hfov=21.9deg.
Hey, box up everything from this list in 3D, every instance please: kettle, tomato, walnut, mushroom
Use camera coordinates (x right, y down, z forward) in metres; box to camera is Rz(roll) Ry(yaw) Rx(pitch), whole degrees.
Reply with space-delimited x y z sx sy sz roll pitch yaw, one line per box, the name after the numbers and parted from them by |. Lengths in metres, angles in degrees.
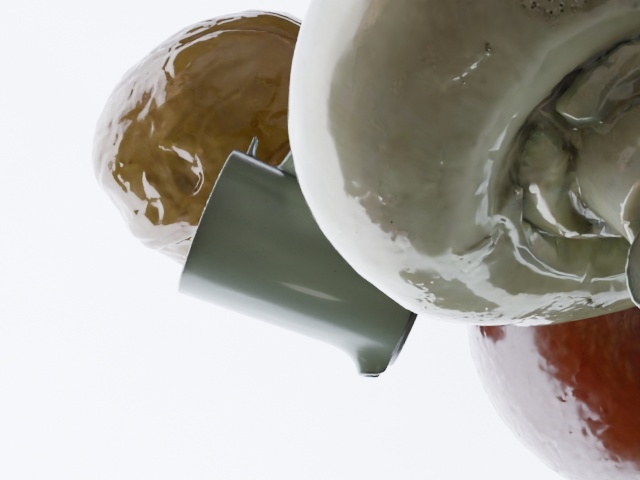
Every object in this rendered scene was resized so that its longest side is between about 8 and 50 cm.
-0.002 0.005 1.052 0.148 0.098 0.127 21 -134 0 | kettle
0.219 0.046 1.040 0.265 0.265 0.265 15 -125 -22 | tomato
-0.067 -0.073 1.257 0.193 0.226 0.193 41 -143 -39 | walnut
0.116 -0.059 0.709 0.246 0.246 0.202 -1 -145 -31 | mushroom
